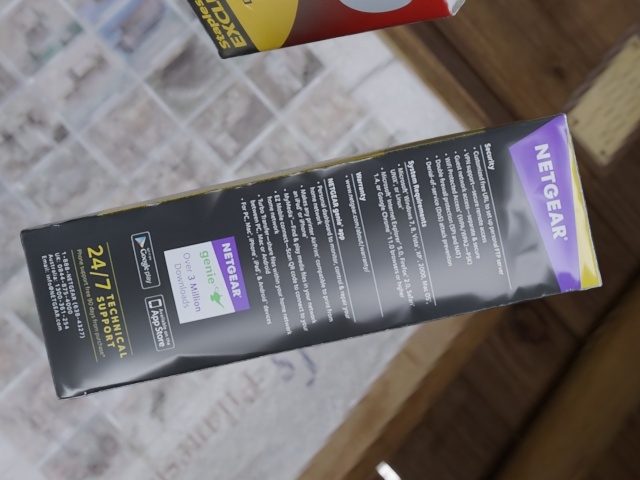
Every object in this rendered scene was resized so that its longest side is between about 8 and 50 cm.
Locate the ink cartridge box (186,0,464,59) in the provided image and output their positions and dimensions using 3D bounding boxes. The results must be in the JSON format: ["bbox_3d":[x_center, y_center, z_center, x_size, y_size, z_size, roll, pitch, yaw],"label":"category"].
[{"bbox_3d":[-0.063,-0.278,0.885,0.272,0.309,0.130,-4,-141,43],"label":"ink cartridge box"}]

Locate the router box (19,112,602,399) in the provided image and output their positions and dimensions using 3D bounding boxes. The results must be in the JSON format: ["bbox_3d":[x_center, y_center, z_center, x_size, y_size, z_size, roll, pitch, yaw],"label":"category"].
[{"bbox_3d":[0.000,0.000,0.753,0.243,0.081,0.309,-12,-178,2],"label":"router box"}]
